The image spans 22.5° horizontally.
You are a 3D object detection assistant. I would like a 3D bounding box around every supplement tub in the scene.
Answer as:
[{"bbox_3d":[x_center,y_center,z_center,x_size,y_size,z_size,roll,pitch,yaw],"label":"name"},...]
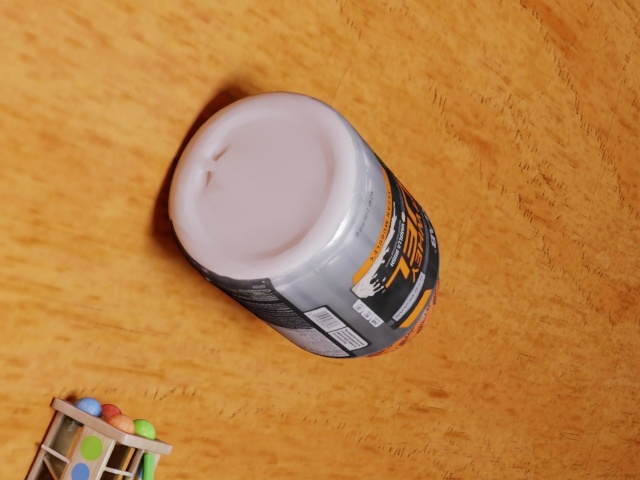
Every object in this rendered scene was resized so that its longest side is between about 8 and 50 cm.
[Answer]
[{"bbox_3d":[0.000,0.000,0.936,0.117,0.117,0.190,-64,153,-8],"label":"supplement tub"}]

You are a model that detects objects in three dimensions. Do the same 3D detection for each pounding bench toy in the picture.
[{"bbox_3d":[-0.109,0.127,0.864,0.065,0.083,0.052,-66,153,-3],"label":"pounding bench toy"}]
